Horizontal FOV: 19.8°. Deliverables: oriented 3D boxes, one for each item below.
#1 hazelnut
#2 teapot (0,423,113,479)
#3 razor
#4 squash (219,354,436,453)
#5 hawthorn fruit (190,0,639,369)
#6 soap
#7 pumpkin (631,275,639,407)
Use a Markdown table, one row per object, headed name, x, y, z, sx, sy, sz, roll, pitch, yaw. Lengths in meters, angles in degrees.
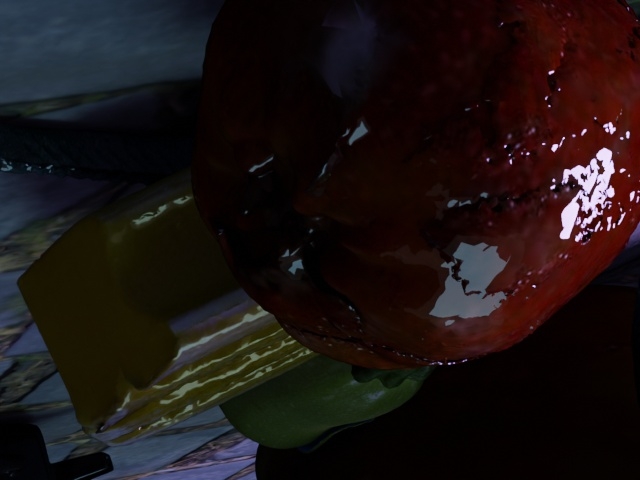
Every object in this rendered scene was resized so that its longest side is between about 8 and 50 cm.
| name | x | y | z | sx | sy | sz | roll | pitch | yaw |
| --- | --- | --- | --- | --- | --- | --- | --- | --- | --- |
| hazelnut | 0.155 | 0.195 | 1.155 | 0.421 | 0.421 | 0.353 | 4 | 118 | -52 |
| teapot | -0.214 | 0.156 | 1.141 | 0.177 | 0.087 | 0.096 | -4 | 157 | -36 |
| razor | -0.081 | -0.030 | 0.689 | 0.066 | 0.033 | 0.190 | -27 | 167 | 38 |
| squash | 0.003 | 0.052 | 0.939 | 0.094 | 0.094 | 0.341 | -11 | 172 | -14 |
| hawthorn fruit | 0.043 | -0.037 | 0.580 | 0.172 | 0.148 | 0.148 | -29 | 174 | -32 |
| soap | 0.000 | 0.000 | 0.717 | 0.232 | 0.073 | 0.140 | -25 | 165 | -3 |
| pumpkin | 0.320 | 0.067 | 0.820 | 0.363 | 0.363 | 0.266 | 7 | 112 | -56 |
